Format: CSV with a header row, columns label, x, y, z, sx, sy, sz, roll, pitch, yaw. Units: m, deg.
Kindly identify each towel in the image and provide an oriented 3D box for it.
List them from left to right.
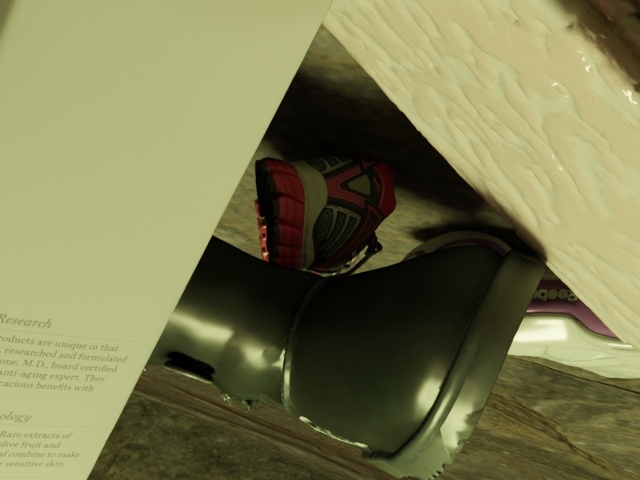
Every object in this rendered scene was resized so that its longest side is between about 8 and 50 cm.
label,x,y,z,sx,sy,sz,roll,pitch,yaw
towel,0.107,-0.071,0.567,0.332,0.053,0.317,48,174,-2

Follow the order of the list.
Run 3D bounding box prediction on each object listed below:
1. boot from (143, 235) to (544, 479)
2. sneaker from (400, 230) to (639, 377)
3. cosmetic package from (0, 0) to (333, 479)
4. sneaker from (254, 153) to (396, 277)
label,x,y,z,sx,sy,sz,roll,pitch,yaw
boot,-0.097,0.017,0.835,0.445,0.146,0.367,28,157,2
sneaker,0.205,0.075,1.038,0.305,0.114,0.152,9,156,33
cosmetic package,-0.165,-0.039,0.625,0.155,0.365,0.197,9,-151,-37
sneaker,0.000,0.000,1.066,0.112,0.121,0.299,-8,170,-6
